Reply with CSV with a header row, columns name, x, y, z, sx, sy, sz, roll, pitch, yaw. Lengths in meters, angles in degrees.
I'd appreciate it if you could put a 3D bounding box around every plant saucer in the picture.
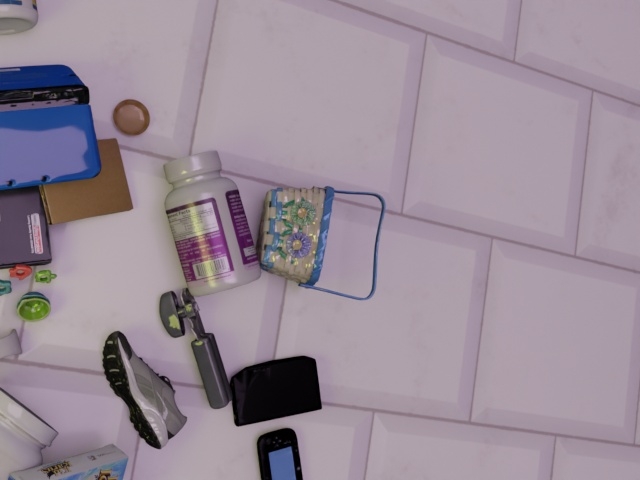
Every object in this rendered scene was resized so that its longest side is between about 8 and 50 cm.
name,x,y,z,sx,sy,sz,roll,pitch,yaw
plant saucer,-0.426,-0.275,1.882,0.083,0.015,0.083,2,85,-25

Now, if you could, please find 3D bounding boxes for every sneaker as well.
name,x,y,z,sx,sy,sz,roll,pitch,yaw
sneaker,-0.383,0.314,1.819,0.108,0.100,0.271,-33,103,-37

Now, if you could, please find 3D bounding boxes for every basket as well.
name,x,y,z,sx,sy,sz,roll,pitch,yaw
basket,0.000,0.000,1.948,0.289,0.201,0.254,8,81,-14

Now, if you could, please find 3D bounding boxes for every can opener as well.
name,x,y,z,sx,sy,sz,roll,pitch,yaw
can opener,-0.283,0.244,1.887,0.095,0.076,0.283,-16,93,8

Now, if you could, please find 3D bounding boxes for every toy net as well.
name,x,y,z,sx,sy,sz,roll,pitch,yaw
toy net,-0.660,0.102,1.695,0.232,0.122,0.045,7,39,-30

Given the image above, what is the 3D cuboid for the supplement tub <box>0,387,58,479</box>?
name,x,y,z,sx,sy,sz,roll,pitch,yaw
supplement tub,-0.683,0.439,1.587,0.235,0.235,0.325,43,70,-15

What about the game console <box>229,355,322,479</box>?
name,x,y,z,sx,sy,sz,roll,pitch,yaw
game console,-0.089,0.460,1.958,0.213,0.044,0.361,-7,89,-24

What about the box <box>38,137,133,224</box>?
name,x,y,z,sx,sy,sz,roll,pitch,yaw
box,-0.507,-0.128,1.794,0.201,0.021,0.164,-16,94,-45

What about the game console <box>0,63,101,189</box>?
name,x,y,z,sx,sy,sz,roll,pitch,yaw
game console,-0.626,-0.237,1.712,0.293,0.250,0.173,-10,122,-28

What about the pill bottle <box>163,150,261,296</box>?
name,x,y,z,sx,sy,sz,roll,pitch,yaw
pill bottle,-0.248,-0.039,1.860,0.169,0.169,0.301,-16,93,-24

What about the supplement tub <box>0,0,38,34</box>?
name,x,y,z,sx,sy,sz,roll,pitch,yaw
supplement tub,-0.667,-0.538,1.724,0.144,0.144,0.199,-8,89,-25

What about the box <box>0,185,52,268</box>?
name,x,y,z,sx,sy,sz,roll,pitch,yaw
box,-0.715,-0.080,1.708,0.293,0.073,0.295,-5,89,-24

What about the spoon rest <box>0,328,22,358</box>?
name,x,y,z,sx,sy,sz,roll,pitch,yaw
spoon rest,-0.736,0.240,1.663,0.276,0.084,0.137,-17,93,-25

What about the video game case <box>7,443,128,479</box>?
name,x,y,z,sx,sy,sz,roll,pitch,yaw
video game case,-0.512,0.553,1.635,0.244,0.061,0.269,-4,115,-56
